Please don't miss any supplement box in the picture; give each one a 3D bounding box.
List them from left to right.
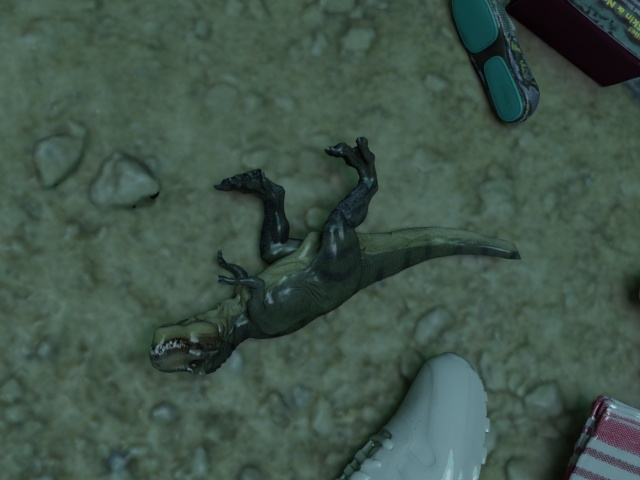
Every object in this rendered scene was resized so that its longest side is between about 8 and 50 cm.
[{"bbox_3d":[0.238,-0.221,0.667,0.104,0.081,0.188,36,86,-8],"label":"supplement box"}]

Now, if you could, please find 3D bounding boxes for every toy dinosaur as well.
[{"bbox_3d":[0.000,0.000,0.614,0.268,0.064,0.118,-19,95,-17],"label":"toy dinosaur"}]

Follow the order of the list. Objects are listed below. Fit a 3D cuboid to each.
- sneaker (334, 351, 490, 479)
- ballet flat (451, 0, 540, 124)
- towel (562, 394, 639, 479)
[{"bbox_3d":[0.039,0.179,0.592,0.095,0.090,0.235,20,78,-1],"label":"sneaker"},{"bbox_3d":[0.131,-0.141,0.673,0.041,0.041,0.114,-21,90,-15],"label":"ballet flat"},{"bbox_3d":[0.216,0.220,0.638,0.144,0.029,0.197,23,96,-9],"label":"towel"}]
